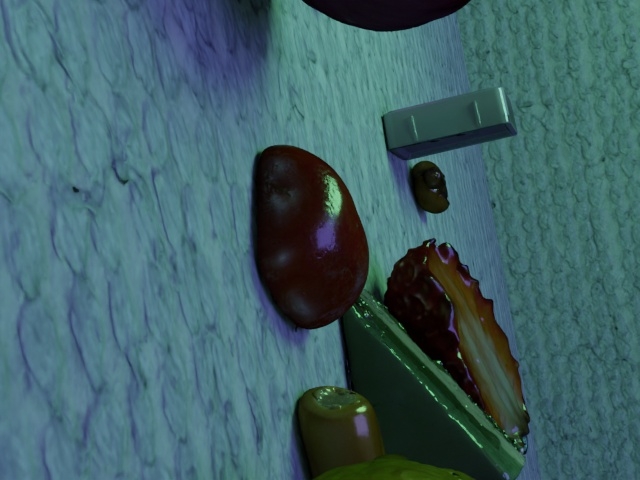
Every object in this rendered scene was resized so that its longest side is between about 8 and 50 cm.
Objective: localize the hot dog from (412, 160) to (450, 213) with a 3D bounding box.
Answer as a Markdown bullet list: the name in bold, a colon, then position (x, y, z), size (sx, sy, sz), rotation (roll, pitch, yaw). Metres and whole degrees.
- **hot dog**: position (0.196, -0.098, 1.787), size (0.140, 0.060, 0.090), rotation (47, 31, -57)

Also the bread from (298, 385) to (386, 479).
- **bread**: position (0.038, 0.255, 0.973), size (0.092, 0.073, 0.239), rotation (-35, 113, -68)

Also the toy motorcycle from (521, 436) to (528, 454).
- **toy motorcycle**: position (0.272, 0.325, 1.711), size (0.169, 0.113, 0.316), rotation (22, 67, -60)

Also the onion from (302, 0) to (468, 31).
- **onion**: position (0.023, -0.374, 0.966), size (0.358, 0.344, 0.359), rotation (174, -90, -88)

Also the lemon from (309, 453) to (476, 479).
- **lemon**: position (0.054, 0.284, 0.699), size (0.320, 0.245, 0.245), rotation (-88, 161, -52)

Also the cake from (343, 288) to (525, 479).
- **cake**: position (0.133, 0.184, 1.185), size (0.158, 0.172, 0.284), rotation (14, 65, -76)

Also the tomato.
- **tomato**: position (0.002, -0.002, 0.989), size (0.174, 0.082, 0.166), rotation (55, 28, -52)

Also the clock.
- **clock**: position (0.211, -0.187, 1.638), size (0.150, 0.197, 0.063), rotation (7, 71, -74)

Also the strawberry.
- **strawberry**: position (0.164, 0.166, 1.382), size (0.336, 0.149, 0.265), rotation (64, 24, -17)
